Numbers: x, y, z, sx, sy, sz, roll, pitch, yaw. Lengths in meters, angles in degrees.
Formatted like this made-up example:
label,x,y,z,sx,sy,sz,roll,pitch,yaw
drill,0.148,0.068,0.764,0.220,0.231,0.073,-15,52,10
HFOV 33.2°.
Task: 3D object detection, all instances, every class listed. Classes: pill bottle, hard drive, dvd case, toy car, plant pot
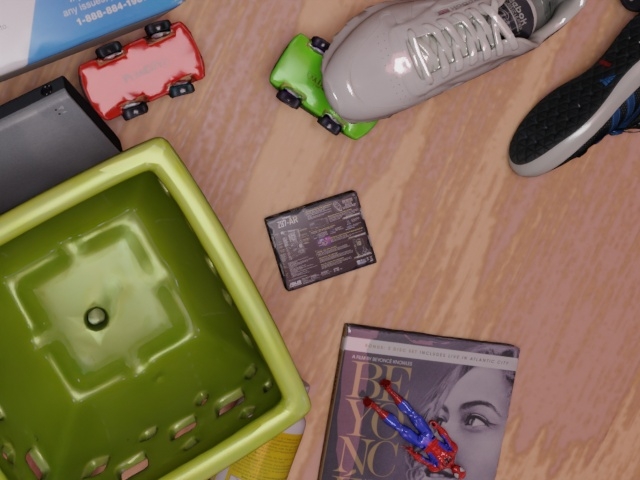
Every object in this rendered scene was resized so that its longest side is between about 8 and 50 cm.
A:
label,x,y,z,sx,sy,sz,roll,pitch,yaw
pill bottle,-0.050,0.171,0.921,0.065,0.065,0.116,19,94,-13
hard drive,-0.235,-0.068,0.834,0.135,0.094,0.022,-24,58,7
dvd case,0.083,0.193,0.974,0.164,0.018,0.221,8,95,-12
toy car,-0.049,-0.159,0.885,0.225,0.053,0.239,33,91,-14
plant pot,-0.166,0.065,0.812,0.228,0.207,0.227,-29,102,-6

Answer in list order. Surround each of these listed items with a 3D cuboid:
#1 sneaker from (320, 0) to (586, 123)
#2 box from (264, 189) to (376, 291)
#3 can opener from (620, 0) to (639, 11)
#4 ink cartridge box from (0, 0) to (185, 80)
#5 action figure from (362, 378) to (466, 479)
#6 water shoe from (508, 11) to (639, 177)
label,x,y,z,sx,sy,sz,roll,pitch,yaw
sneaker,0.105,-0.163,0.863,0.235,0.095,0.090,-30,108,-25
box,0.000,0.000,0.932,0.083,0.018,0.067,-19,100,-8
can opener,0.255,-0.287,0.933,0.059,0.073,0.186,-23,100,32
ink cartridge box,-0.260,-0.259,0.720,0.223,0.129,0.307,-25,102,-16
action figure,0.088,0.172,0.949,0.115,0.030,0.038,44,82,-16
water shoe,0.258,-0.114,0.938,0.203,0.073,0.080,-42,124,8
